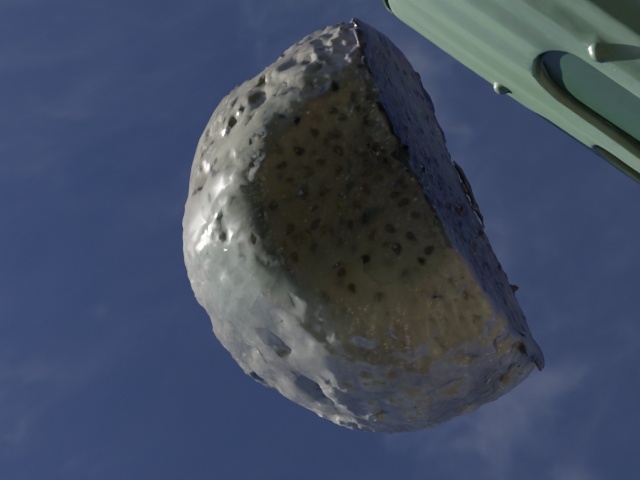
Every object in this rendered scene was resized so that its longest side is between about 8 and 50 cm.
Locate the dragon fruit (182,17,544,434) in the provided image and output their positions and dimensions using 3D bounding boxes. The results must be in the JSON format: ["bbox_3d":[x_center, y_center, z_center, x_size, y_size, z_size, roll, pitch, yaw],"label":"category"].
[{"bbox_3d":[0.000,0.000,1.091,0.204,0.221,0.283,-27,-107,11],"label":"dragon fruit"}]

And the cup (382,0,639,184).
[{"bbox_3d":[0.250,-0.151,0.829,0.392,0.401,0.310,40,-83,13],"label":"cup"}]
